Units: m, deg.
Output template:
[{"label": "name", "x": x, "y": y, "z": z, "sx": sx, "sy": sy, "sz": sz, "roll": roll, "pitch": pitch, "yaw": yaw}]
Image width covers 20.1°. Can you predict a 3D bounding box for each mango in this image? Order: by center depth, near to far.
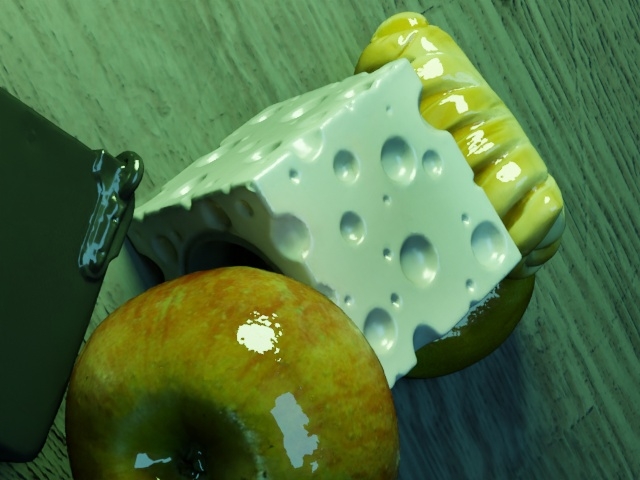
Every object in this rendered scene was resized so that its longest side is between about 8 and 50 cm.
[{"label": "mango", "x": 0.142, "y": 0.073, "z": 1.960, "sx": 0.227, "sy": 0.099, "sz": 0.136, "roll": -36, "pitch": 107, "yaw": -29}]

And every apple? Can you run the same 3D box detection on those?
[{"label": "apple", "x": -0.075, "y": 0.157, "z": 1.533, "sx": 0.301, "sy": 0.301, "sz": 0.301, "roll": 7, "pitch": 78, "yaw": -36}]

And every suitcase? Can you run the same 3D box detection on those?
[{"label": "suitcase", "x": -0.344, "y": 0.008, "z": 1.517, "sx": 0.345, "sy": 0.188, "sz": 0.339, "roll": 38, "pitch": 60, "yaw": -44}]

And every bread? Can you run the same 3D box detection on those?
[{"label": "bread", "x": 0.137, "y": -0.096, "z": 1.899, "sx": 0.121, "sy": 0.173, "sz": 0.311, "roll": -31, "pitch": 68, "yaw": -10}]

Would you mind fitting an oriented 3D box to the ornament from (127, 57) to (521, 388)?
[{"label": "ornament", "x": 0.000, "y": 0.000, "z": 1.775, "sx": 0.240, "sy": 0.239, "sz": 0.240, "roll": -41, "pitch": 107, "yaw": -35}]
